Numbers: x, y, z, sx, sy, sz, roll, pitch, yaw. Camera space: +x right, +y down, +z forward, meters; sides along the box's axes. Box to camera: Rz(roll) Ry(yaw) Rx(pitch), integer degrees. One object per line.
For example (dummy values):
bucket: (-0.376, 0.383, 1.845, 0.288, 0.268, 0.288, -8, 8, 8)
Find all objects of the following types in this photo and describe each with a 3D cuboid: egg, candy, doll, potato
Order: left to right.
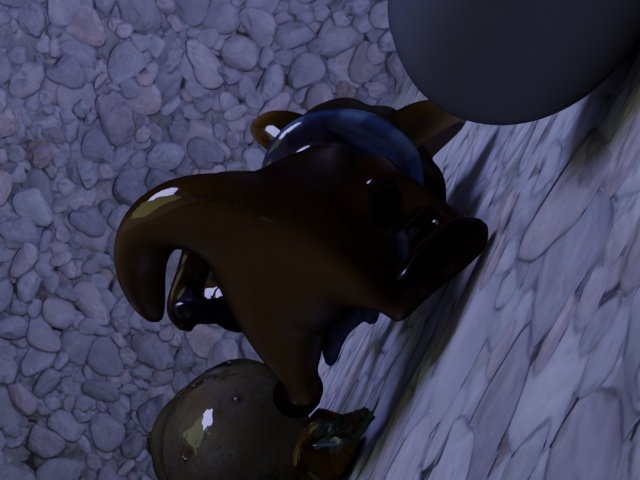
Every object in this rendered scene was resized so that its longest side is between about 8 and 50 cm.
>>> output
potato: (-0.083, 0.197, 1.241, 0.165, 0.165, 0.262, -64, 9, -11)
doll: (0.001, 0.004, 1.020, 0.340, 0.318, 0.209, -54, -51, -65)
candy: (0.003, 0.161, 0.993, 0.053, 0.046, 0.182, -63, 1, -22)
egg: (0.119, -0.152, 0.712, 0.199, 0.146, 0.146, -51, 11, 44)
